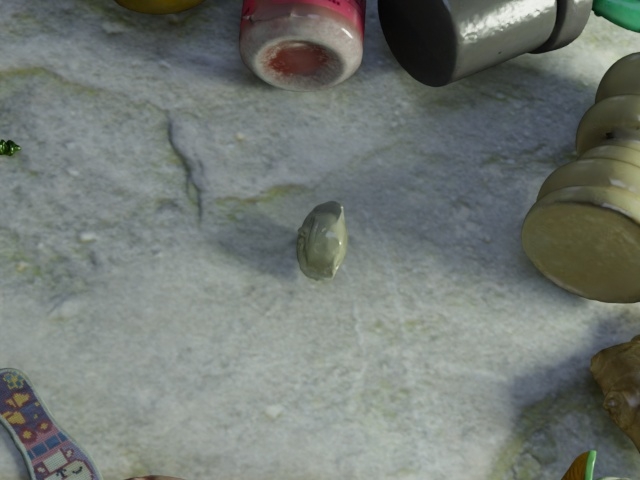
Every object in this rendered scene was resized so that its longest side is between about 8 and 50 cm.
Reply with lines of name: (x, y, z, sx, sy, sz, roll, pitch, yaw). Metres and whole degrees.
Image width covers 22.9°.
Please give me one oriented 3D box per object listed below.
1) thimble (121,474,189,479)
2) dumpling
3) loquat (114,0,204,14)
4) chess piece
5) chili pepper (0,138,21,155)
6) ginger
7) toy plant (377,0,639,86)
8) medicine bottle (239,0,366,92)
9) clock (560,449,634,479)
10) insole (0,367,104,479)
thimble: (-0.150, 0.338, 1.405, 0.239, 0.162, 0.239, 5, 61, -9)
dumpling: (-0.001, 0.000, 1.688, 0.057, 0.076, 0.052, 1, 20, 13)
loquat: (-0.194, -0.353, 1.765, 0.213, 0.213, 0.213, 5, 60, -8)
chess piece: (0.341, -0.089, 1.761, 0.167, 0.167, 0.299, 24, 52, 3)
chili pepper: (-0.363, -0.095, 1.691, 0.083, 0.022, 0.027, -18, 33, -19)
ginger: (0.356, 0.193, 1.639, 0.148, 0.081, 0.333, 14, 59, -21)
toy plant: (0.258, -0.322, 1.852, 0.400, 0.185, 0.279, -26, 35, -26)
medicine bottle: (-0.015, -0.300, 1.802, 0.147, 0.147, 0.247, 9, 60, -6)
clock: (0.271, 0.318, 1.522, 0.144, 0.103, 0.231, -2, 75, -8)
insole: (-0.268, 0.204, 1.549, 0.065, 0.004, 0.197, -28, 70, -23)
